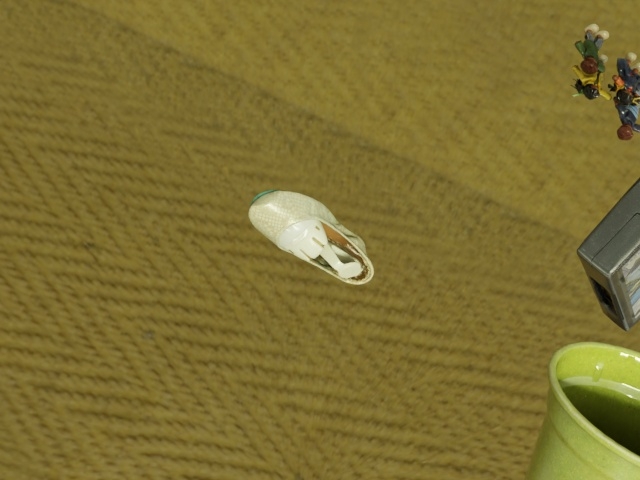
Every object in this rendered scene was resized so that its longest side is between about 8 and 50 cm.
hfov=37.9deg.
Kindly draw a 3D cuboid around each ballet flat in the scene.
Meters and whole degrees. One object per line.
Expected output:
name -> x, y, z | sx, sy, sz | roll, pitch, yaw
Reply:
ballet flat -> 0.000, 0.000, 0.876 | 0.057, 0.168, 0.052 | -44, 52, 16

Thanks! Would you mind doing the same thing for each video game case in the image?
video game case -> 0.308, -0.057, 0.702 | 0.035, 0.248, 0.275 | 43, 94, 24

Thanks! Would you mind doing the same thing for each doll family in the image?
doll family -> 0.446, -0.235, 1.426 | 0.193, 0.076, 0.111 | 31, 51, -14

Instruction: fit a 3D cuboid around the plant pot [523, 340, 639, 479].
plant pot -> 0.385, 0.317, 1.237 | 0.276, 0.276, 0.254 | 21, 115, 5
